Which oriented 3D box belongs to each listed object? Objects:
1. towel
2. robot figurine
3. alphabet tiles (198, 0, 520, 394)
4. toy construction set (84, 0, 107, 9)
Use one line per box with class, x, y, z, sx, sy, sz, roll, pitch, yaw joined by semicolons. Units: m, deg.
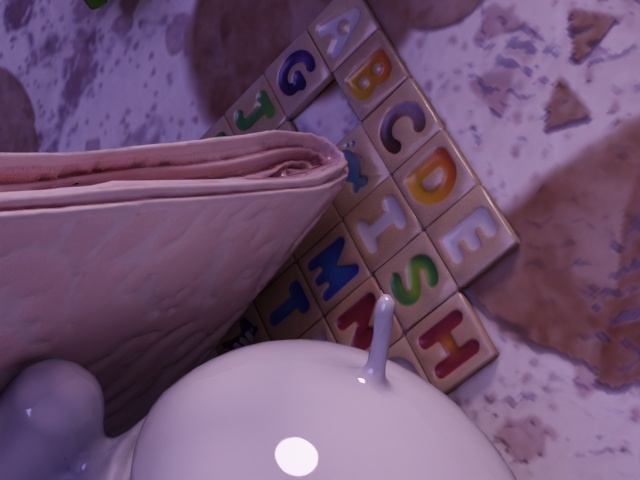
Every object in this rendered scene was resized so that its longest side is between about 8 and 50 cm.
towel;-0.164;0.076;0.469;0.053;0.317;0.332;50;117;18
robot figurine;-0.041;0.184;0.432;0.300;0.200;0.353;40;113;-7
alphabet tiles;0.000;0.000;0.557;0.198;0.009;0.237;-42;58;25
toy construction set;-0.144;-0.277;0.599;0.257;0.237;0.309;-33;22;-15
